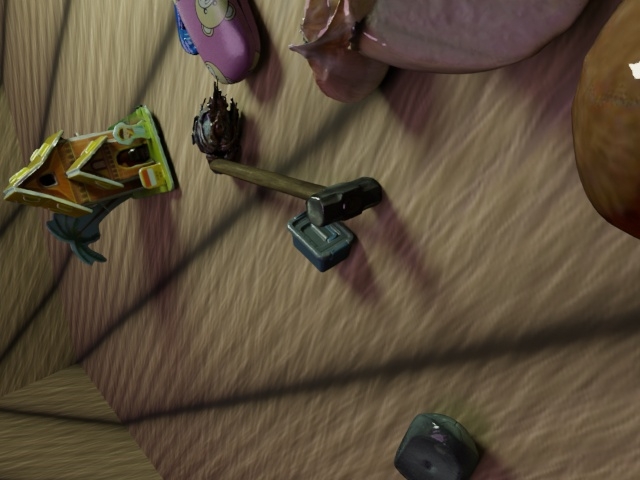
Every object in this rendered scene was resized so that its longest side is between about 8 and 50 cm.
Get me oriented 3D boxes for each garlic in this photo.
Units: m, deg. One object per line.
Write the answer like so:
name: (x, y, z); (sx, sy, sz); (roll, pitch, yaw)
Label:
garlic: (0.034, -0.258, 0.686); (0.123, 0.099, 0.175); (15, 127, -2)

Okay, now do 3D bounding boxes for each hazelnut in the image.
hazelnut: (0.283, -0.085, 0.393); (0.214, 0.176, 0.215); (15, 133, 17)

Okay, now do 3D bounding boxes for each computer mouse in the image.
computer mouse: (0.176, 0.318, 0.853); (0.113, 0.068, 0.229); (34, 145, 21)

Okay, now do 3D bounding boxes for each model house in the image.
model house: (-0.544, -0.102, 1.352); (0.300, 0.323, 0.341); (-1, 108, 54)

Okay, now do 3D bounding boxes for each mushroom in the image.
mushroom: (0.148, -0.246, 0.541); (0.162, 0.173, 0.237); (-95, 27, -88)

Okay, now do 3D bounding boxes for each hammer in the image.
hammer: (-0.069, -0.095, 0.906); (0.365, 0.111, 0.044); (21, 125, 46)

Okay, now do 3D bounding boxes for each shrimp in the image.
shrimp: (-0.187, -0.204, 1.017); (0.233, 0.090, 0.079); (105, 152, -60)

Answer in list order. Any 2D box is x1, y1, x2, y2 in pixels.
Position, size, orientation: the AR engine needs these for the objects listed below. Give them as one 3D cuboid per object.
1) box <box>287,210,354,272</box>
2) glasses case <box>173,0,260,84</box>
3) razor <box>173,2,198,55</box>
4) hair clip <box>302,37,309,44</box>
box: (0.000, 0.000, 0.908); (0.099, 0.074, 0.054); (44, 153, 30)
glasses case: (-0.188, -0.407, 0.919); (0.123, 0.075, 0.317); (-25, 89, 50)
razor: (-0.266, -0.492, 1.008); (0.056, 0.093, 0.325); (-89, -16, -73)
hair clip: (0.012, -0.318, 0.735); (0.049, 0.049, 0.173); (52, 148, 21)
